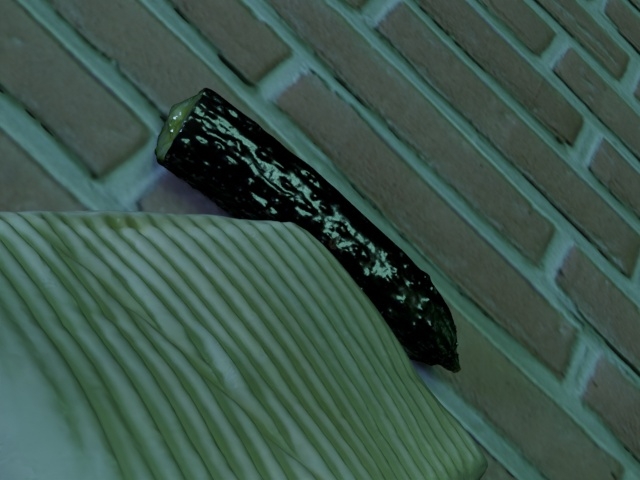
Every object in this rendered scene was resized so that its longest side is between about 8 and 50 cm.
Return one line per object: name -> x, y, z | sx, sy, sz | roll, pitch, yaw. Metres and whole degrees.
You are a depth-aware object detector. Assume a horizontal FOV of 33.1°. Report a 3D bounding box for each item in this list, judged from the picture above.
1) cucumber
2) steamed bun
cucumber -> 0.001, -0.001, 0.824 | 0.300, 0.072, 0.072 | 40, 42, -11
steamed bun -> -0.102, 0.126, 0.516 | 0.247, 0.236, 0.383 | 47, 20, 19
